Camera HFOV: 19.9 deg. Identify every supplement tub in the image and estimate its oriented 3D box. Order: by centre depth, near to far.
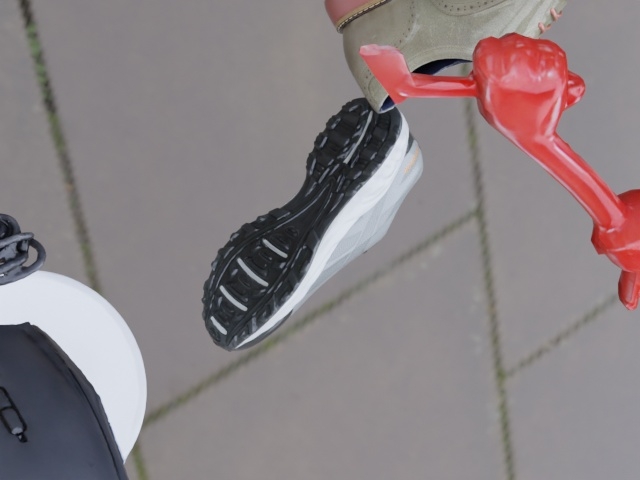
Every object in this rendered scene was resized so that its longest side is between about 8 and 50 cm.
[{"bbox_3d":[-0.307,0.155,1.681,0.241,0.331,0.241,5,77,-23],"label":"supplement tub"}]

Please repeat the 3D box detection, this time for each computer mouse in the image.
[{"bbox_3d":[-0.185,0.090,0.843,0.184,0.262,0.060,-13,146,-20],"label":"computer mouse"}]

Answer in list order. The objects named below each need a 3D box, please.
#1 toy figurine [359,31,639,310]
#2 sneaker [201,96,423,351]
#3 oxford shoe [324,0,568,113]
[{"bbox_3d":[0.180,-0.158,0.424,0.191,0.217,0.362,29,125,-15],"label":"toy figurine"},{"bbox_3d":[0.000,0.000,1.684,0.271,0.100,0.108,-49,142,-1],"label":"sneaker"},{"bbox_3d":[0.179,-0.214,1.582,0.123,0.348,0.130,-1,72,-64],"label":"oxford shoe"}]
